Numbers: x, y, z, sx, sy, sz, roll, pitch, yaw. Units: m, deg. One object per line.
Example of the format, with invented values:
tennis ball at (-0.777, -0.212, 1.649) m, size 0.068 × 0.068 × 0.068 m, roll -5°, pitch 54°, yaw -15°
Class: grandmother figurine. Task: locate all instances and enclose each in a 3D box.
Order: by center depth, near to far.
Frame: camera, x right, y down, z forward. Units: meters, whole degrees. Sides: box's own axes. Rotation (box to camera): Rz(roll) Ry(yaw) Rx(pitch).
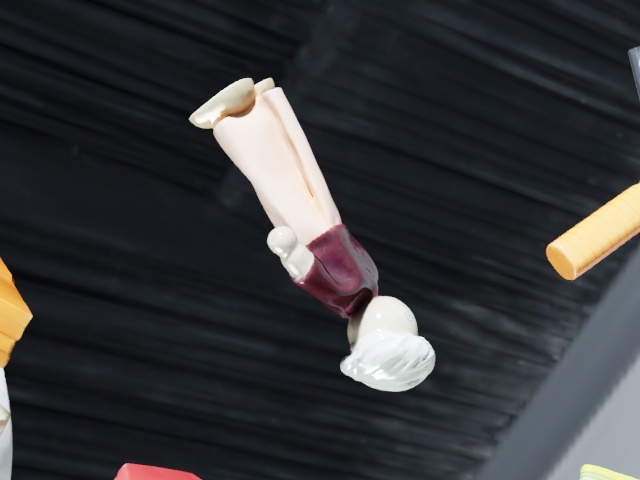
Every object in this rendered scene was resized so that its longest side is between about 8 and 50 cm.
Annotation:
grandmother figurine at (0.000, 0.000, 1.471) m, size 0.104 × 0.208 × 0.342 m, roll -35°, pitch 86°, yaw 26°

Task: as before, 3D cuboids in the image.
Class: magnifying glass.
magnifying glass at (0.248, -0.041, 1.052) m, size 0.092 × 0.231 × 0.026 m, roll 52°, pitch 154°, yaw 10°

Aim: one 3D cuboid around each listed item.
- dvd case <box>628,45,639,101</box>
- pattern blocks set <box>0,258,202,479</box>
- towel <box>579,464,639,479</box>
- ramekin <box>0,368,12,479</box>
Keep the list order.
dvd case at (0.317, -0.021, 1.276) m, size 0.022 × 0.180 × 0.253 m, roll -16°, pitch 61°, yaw 17°
pattern blocks set at (-0.160, 0.003, 0.296) m, size 0.325 × 0.285 × 0.026 m, roll 36°, pitch 101°, yaw 34°
towel at (0.292, 0.339, 1.486) m, size 0.021 × 0.102 × 0.237 m, roll 105°, pitch -176°, yaw -52°
ramekin at (-0.300, 0.117, 0.988) m, size 0.207 × 0.109 × 0.207 m, roll 10°, pitch 103°, yaw 51°
